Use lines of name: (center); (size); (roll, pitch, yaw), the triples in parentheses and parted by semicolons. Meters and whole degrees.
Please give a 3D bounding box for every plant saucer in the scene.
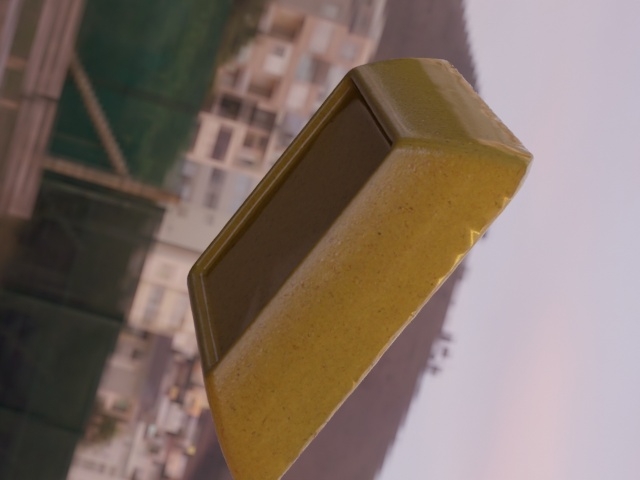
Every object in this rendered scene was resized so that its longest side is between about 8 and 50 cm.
plant saucer: (0.000, 0.000, 1.377); (0.332, 0.081, 0.333); (-52, -162, 10)
